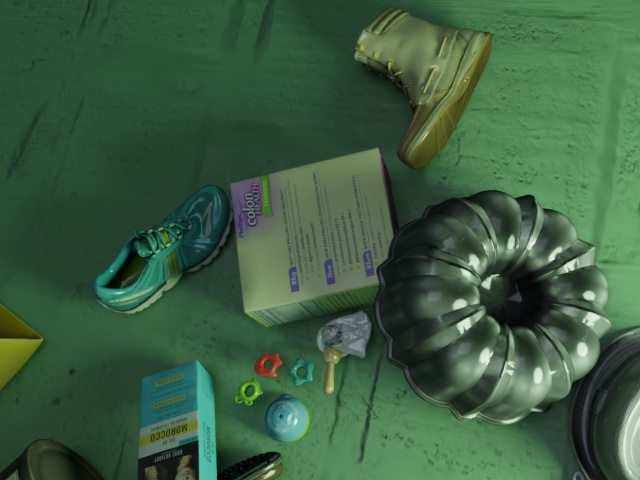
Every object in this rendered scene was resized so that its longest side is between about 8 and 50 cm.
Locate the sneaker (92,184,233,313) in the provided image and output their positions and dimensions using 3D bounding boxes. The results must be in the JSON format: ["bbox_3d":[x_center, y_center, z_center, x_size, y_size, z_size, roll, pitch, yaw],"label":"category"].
[{"bbox_3d":[-0.254,0.014,1.251,0.275,0.110,0.107,-45,67,-4],"label":"sneaker"}]

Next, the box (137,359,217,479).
[{"bbox_3d":[-0.210,0.301,1.119,0.100,0.060,0.244,-20,44,8],"label":"box"}]

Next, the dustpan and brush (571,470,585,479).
[{"bbox_3d":[0.342,0.413,0.999,0.147,0.060,0.211,0,79,13],"label":"dustpan and brush"}]

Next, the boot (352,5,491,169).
[{"bbox_3d":[0.136,-0.256,1.248,0.203,0.095,0.262,25,78,20],"label":"boot"}]

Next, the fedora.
[{"bbox_3d":[0.455,0.231,0.987,0.243,0.124,0.275,33,82,21],"label":"fedora"}]

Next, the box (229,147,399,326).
[{"bbox_3d":[0.000,0.000,1.186,0.242,0.117,0.214,-13,69,9],"label":"box"}]

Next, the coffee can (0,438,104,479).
[{"bbox_3d":[-0.449,0.455,1.102,0.275,0.201,0.201,-41,67,-2],"label":"coffee can"}]

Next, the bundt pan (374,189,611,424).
[{"bbox_3d":[0.245,0.078,1.029,0.330,0.124,0.331,3,74,-10],"label":"bundt pan"}]

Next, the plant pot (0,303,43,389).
[{"bbox_3d":[-0.632,0.185,1.249,0.212,0.212,0.187,31,94,21],"label":"plant pot"}]

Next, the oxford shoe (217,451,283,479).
[{"bbox_3d":[-0.137,0.398,1.120,0.227,0.083,0.096,-38,94,-6],"label":"oxford shoe"}]

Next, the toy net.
[{"bbox_3d":[-0.016,0.191,1.168,0.232,0.045,0.122,-46,65,-5],"label":"toy net"}]
